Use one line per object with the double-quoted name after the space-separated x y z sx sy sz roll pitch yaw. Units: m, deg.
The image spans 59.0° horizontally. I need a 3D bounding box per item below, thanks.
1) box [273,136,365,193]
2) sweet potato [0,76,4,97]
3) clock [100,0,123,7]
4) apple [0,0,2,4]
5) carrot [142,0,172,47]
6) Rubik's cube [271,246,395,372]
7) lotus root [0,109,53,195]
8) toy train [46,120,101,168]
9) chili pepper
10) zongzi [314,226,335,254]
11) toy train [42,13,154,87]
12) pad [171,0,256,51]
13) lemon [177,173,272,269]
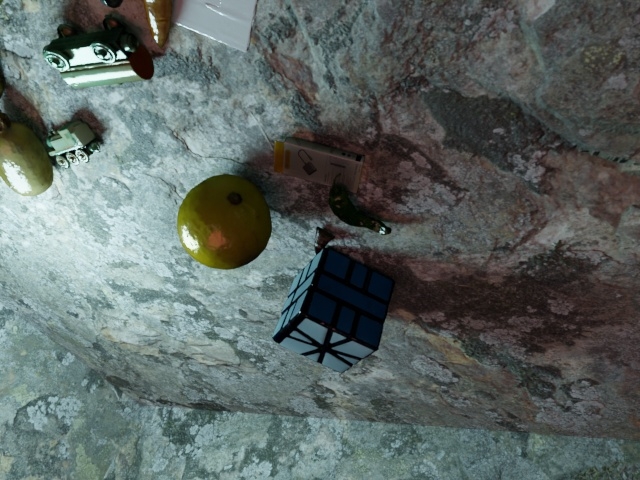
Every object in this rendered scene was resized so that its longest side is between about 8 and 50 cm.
-0.005 -0.210 1.557 0.247 0.033 0.129 16 144 4 "box"
-0.940 -0.487 1.601 0.077 0.077 0.243 16 146 5 "sweet potato"
-0.472 -0.569 1.275 0.017 0.085 0.085 16 143 14 "clock"
-0.854 -0.607 1.121 0.474 0.473 0.473 12 142 10 "apple"
-0.375 -0.523 1.299 0.072 0.072 0.205 20 146 0 "carrot"
0.041 0.239 1.895 0.289 0.283 0.293 26 141 -10 "Rubik's cube"
-0.973 -0.276 1.810 0.169 0.151 0.342 14 145 7 "lotus root"
-0.776 -0.299 1.761 0.194 0.080 0.125 -6 126 33 "toy train"
0.086 -0.088 1.612 0.122 0.065 0.279 -13 145 37 "chili pepper"
0.000 0.000 1.812 0.067 0.073 0.083 26 103 -8 "zongzi"
-0.564 -0.462 1.443 0.286 0.116 0.177 0 151 23 "toy train"
-0.262 -0.532 1.292 0.232 0.004 0.156 22 143 -3 "pad"
-0.283 -0.051 1.679 0.297 0.297 0.297 12 142 10 "lemon"
